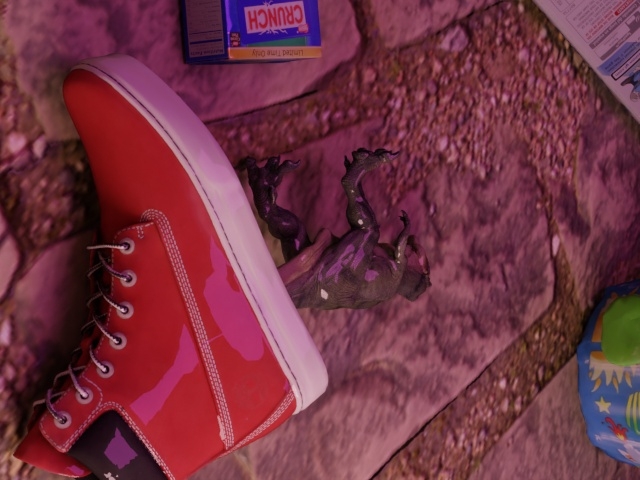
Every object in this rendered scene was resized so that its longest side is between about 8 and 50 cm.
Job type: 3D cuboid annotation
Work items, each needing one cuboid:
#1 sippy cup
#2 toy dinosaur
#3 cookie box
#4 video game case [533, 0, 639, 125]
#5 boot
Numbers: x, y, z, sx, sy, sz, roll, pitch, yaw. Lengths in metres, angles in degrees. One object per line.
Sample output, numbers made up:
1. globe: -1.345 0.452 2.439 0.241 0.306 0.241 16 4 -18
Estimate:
1. sippy cup: 0.355 0.119 1.209 0.240 0.224 0.305 -50 125 -37
2. toy dinosaur: 0.000 0.000 0.932 0.268 0.064 0.118 -11 105 -45
3. cookie box: -0.045 -0.168 0.892 0.092 0.040 0.107 -11 99 -49
4. video game case: 0.361 -0.261 1.210 0.329 0.036 0.300 -44 133 10
5. boot: -0.120 0.031 0.783 0.176 0.088 0.244 -33 103 -25
